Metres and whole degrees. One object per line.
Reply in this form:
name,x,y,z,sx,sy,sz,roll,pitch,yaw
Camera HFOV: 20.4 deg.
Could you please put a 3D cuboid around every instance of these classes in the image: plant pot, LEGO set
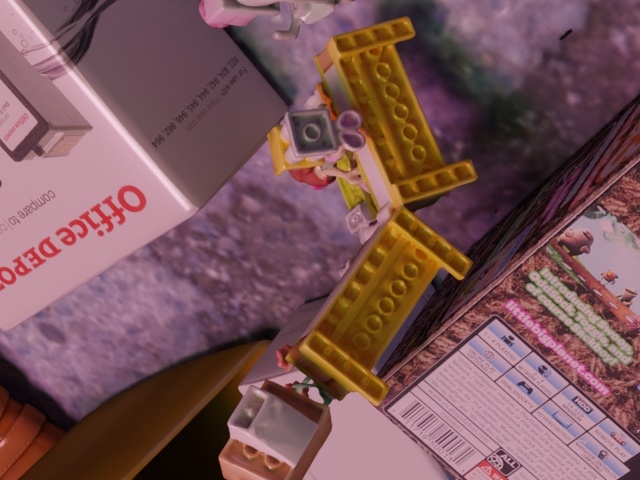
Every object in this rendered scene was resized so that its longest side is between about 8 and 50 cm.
plant pot,-0.106,0.207,1.144,0.187,0.212,0.212,-4,122,48
LEGO set,0.000,0.000,0.910,0.132,0.287,0.107,5,161,-20

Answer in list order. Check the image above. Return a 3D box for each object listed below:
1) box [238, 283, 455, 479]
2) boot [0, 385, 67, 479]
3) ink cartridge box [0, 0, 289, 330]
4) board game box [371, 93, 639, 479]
box,0.030,0.089,1.037,0.102,0.087,0.101,-18,113,39
boot,-0.263,0.102,1.222,0.220,0.109,0.283,29,123,-2
ink cartridge box,-0.184,-0.108,0.997,0.198,0.115,0.273,-30,105,43
board game box,0.207,0.045,0.858,0.232,0.141,0.291,42,134,-4
